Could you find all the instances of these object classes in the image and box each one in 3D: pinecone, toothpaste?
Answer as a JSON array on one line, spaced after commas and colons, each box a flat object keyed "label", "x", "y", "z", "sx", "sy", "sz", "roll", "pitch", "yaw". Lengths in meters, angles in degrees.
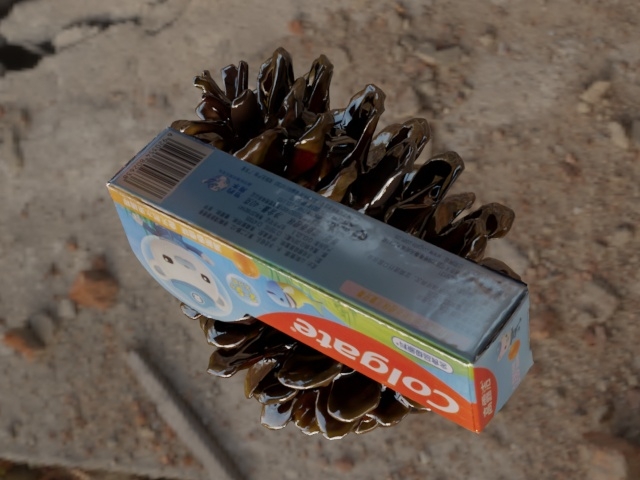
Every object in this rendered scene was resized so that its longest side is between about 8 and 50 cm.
[{"label": "pinecone", "x": 0.003, "y": -0.001, "z": 0.873, "sx": 0.246, "sy": 0.246, "sz": 0.292, "roll": -9, "pitch": 126, "yaw": 43}, {"label": "toothpaste", "x": -0.002, "y": 0.019, "z": 0.534, "sx": 0.193, "sy": 0.044, "sz": 0.070, "roll": 25, "pitch": 148, "yaw": 30}]
